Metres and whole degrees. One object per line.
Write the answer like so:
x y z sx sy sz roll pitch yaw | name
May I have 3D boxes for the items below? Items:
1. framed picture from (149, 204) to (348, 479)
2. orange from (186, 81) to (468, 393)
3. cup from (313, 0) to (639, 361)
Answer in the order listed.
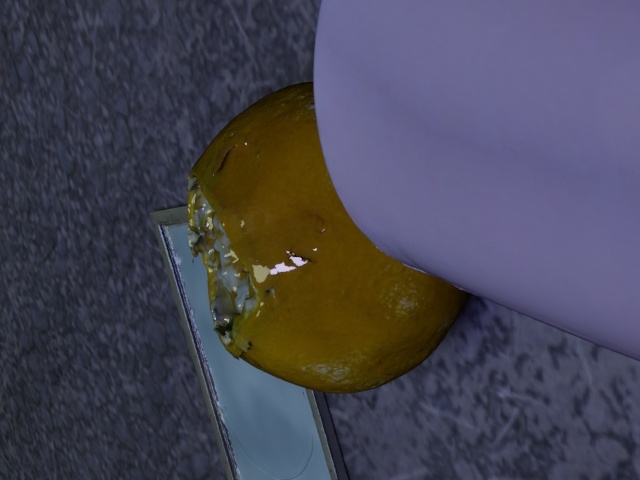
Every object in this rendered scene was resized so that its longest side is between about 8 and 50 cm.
-0.044 0.072 1.022 0.136 0.010 0.201 -7 100 57 | framed picture
0.000 0.000 0.807 0.154 0.134 0.155 20 118 43 | orange
0.145 -0.029 0.557 0.200 0.191 0.253 26 157 43 | cup
